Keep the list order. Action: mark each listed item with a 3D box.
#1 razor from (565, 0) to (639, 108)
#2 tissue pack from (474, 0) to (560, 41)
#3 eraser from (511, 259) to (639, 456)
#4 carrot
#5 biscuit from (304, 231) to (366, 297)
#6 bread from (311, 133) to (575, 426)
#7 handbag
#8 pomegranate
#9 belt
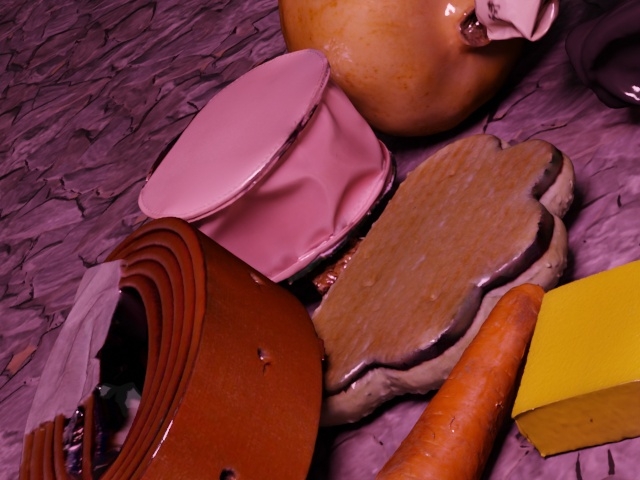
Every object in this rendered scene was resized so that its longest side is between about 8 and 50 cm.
[{"bbox_3d":[0.332,-0.225,1.474,0.204,0.113,0.349,-14,31,47],"label":"razor"},{"bbox_3d":[0.240,-0.368,1.493,0.195,0.375,0.390,20,32,10],"label":"tissue pack"},{"bbox_3d":[0.180,0.072,1.230,0.097,0.045,0.122,-20,30,31],"label":"eraser"},{"bbox_3d":[0.098,0.102,1.256,0.061,0.061,0.209,-9,37,44],"label":"carrot"},{"bbox_3d":[0.000,0.000,1.595,0.064,0.034,0.199,-38,24,-2],"label":"biscuit"},{"bbox_3d":[0.093,0.025,1.408,0.207,0.056,0.286,-6,41,49],"label":"bread"},{"bbox_3d":[-0.040,-0.049,1.552,0.179,0.116,0.205,-10,37,44],"label":"handbag"},{"bbox_3d":[0.069,-0.196,1.650,0.233,0.233,0.233,-29,26,15],"label":"pomegranate"},{"bbox_3d":[-0.106,0.119,1.374,0.217,0.122,0.338,-47,24,18],"label":"belt"}]
